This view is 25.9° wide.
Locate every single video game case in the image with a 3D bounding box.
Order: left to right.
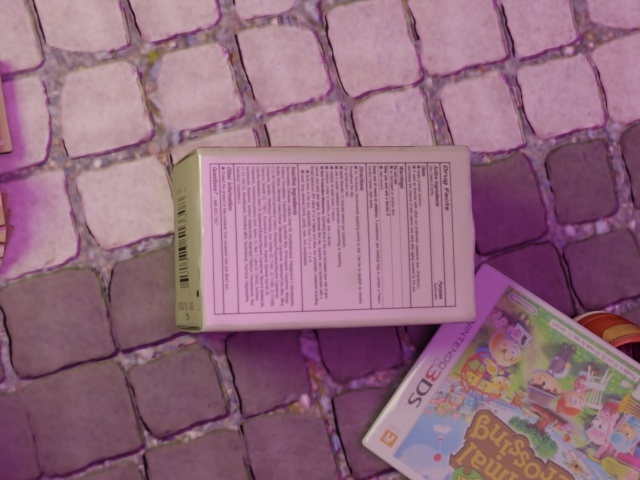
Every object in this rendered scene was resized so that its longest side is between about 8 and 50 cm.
[{"bbox_3d":[0.174,0.155,1.192,0.212,0.023,0.193,34,90,15],"label":"video game case"}]

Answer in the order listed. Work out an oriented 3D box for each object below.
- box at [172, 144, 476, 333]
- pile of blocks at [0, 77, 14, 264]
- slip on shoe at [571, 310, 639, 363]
[{"bbox_3d":[0.000,0.000,1.163,0.232,0.127,0.148,-1,87,-16],"label":"box"},{"bbox_3d":[-0.322,0.013,1.082,0.149,0.112,0.362,16,83,-14],"label":"pile of blocks"},{"bbox_3d":[0.241,0.227,1.230,0.123,0.101,0.331,11,85,-16],"label":"slip on shoe"}]
